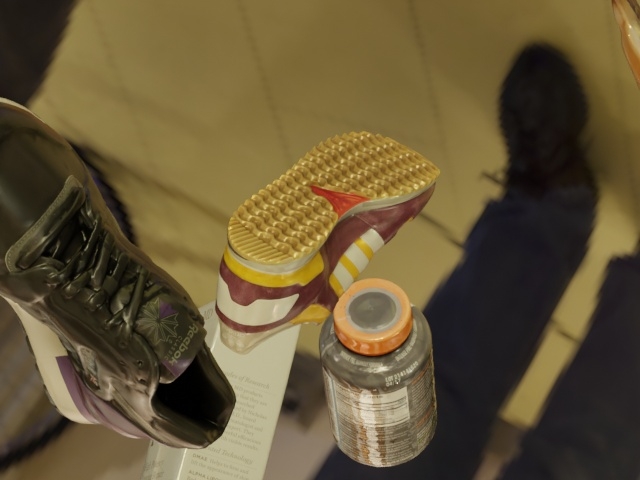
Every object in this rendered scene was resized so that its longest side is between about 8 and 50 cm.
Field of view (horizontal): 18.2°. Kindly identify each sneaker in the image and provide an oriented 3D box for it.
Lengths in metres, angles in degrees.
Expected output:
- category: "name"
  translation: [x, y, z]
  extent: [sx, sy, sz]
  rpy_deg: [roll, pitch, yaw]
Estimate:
- category: "sneaker"
  translation: [0.000, 0.000, 1.169]
  extent: [0.069, 0.185, 0.084]
  rpy_deg: [33, 128, 24]
- category: "sneaker"
  translation: [-0.127, 0.024, 1.195]
  extent: [0.124, 0.107, 0.283]
  rpy_deg: [18, 152, 34]

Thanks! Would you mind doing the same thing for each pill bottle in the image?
- category: "pill bottle"
  translation: [0.067, 0.147, 2.300]
  extent: [0.130, 0.130, 0.246]
  rpy_deg: [21, 148, 20]

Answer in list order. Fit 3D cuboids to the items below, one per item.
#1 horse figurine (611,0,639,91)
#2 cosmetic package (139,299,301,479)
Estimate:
- category: "horse figurine"
  translation: [0.238, -0.140, 1.363]
  extent: [0.263, 0.066, 0.174]
  rpy_deg: [13, -125, -77]
- category: "cosmetic package"
  translation: [-0.098, 0.174, 1.784]
  extent: [0.085, 0.231, 0.117]
  rpy_deg: [19, 161, -20]
